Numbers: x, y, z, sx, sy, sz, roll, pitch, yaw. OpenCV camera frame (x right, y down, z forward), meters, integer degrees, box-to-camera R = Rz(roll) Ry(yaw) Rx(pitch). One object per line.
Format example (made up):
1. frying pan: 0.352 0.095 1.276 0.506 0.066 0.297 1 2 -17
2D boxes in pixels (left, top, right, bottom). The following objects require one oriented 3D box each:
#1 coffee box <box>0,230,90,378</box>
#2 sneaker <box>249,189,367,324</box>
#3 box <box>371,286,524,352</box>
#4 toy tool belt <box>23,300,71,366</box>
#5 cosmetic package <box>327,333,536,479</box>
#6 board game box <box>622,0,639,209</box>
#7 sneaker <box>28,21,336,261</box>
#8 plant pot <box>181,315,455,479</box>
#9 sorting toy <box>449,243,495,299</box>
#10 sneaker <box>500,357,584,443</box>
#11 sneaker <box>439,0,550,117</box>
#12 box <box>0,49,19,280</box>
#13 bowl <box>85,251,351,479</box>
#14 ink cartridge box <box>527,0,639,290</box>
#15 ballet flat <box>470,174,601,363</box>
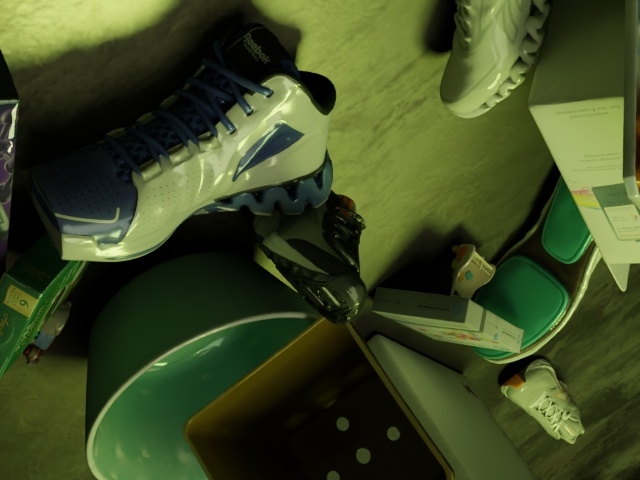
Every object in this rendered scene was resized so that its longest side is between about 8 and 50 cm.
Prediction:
1. coffee box: -0.255 0.035 0.901 0.040 0.184 0.113 32 119 -6
2. sneaker: 0.000 0.000 0.999 0.108 0.271 0.100 -40 110 1
3. box: 0.180 0.112 1.356 0.186 0.145 0.038 27 73 -52
4. toy tool belt: -0.306 0.089 1.033 0.051 0.052 0.083 31 112 -19
5. cosmetic package: 0.096 0.415 1.487 0.394 0.329 0.327 -42 144 13
6. board game box: 0.388 -0.179 0.973 0.050 0.390 0.390 -4 163 34
7. sneaker: -0.109 -0.106 0.888 0.316 0.127 0.182 -16 139 -33
8. plant pot: 0.019 0.229 1.044 0.212 0.212 0.187 -38 159 8
9. sorting toy: 0.199 0.052 1.340 0.083 0.045 0.075 37 68 -53
10. sneaker: 0.424 0.302 1.784 0.099 0.121 0.262 -42 144 12
11. sneaker: 0.172 -0.252 0.944 0.118 0.110 0.292 5 130 -23
12. box: -0.332 -0.061 0.768 0.153 0.108 0.207 -9 140 -29
13. bowl: -0.138 0.130 1.103 0.312 0.163 0.311 -21 144 -16
14. ink cartridge box: 0.355 -0.113 1.071 0.119 0.207 0.353 -3 144 33
15. ballet flat: 0.348 0.023 1.391 0.139 0.139 0.400 -4 134 -34
